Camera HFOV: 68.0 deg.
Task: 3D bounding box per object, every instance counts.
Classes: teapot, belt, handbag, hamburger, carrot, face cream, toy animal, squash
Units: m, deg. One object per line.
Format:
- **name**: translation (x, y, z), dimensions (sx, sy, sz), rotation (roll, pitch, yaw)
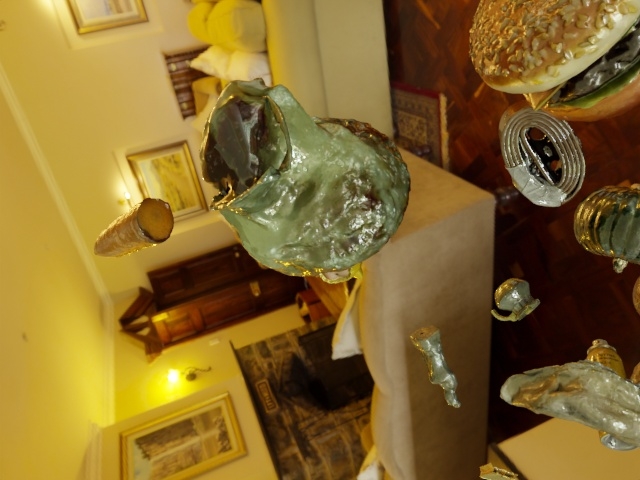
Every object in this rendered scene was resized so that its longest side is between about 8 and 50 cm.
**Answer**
- **teapot**: translation (0.654, 0.210, 1.608), dimensions (0.119, 0.131, 0.165), rotation (52, 127, 32)
- **belt**: translation (0.684, -0.268, 1.472), dimensions (0.338, 0.217, 0.122), rotation (55, -152, -17)
- **handbag**: translation (0.472, 0.621, 1.258), dimensions (0.061, 0.083, 0.027), rotation (115, 172, -50)
- **hamburger**: translation (0.357, -0.318, 0.664), dimensions (0.291, 0.225, 0.290), rotation (-41, 39, 45)
- **carrot**: translation (-0.319, -0.006, 0.776), dimensions (0.205, 0.072, 0.072), rotation (-20, 89, 39)
- **face cream**: translation (0.884, 0.452, 1.450), dimensions (0.348, 0.105, 0.104), rotation (-68, -21, -46)
- **toy animal**: translation (0.015, 0.041, 1.363), dimensions (0.230, 0.156, 0.156), rotation (13, 128, 31)
- **squash**: translation (0.636, -0.028, 0.970), dimensions (0.218, 0.218, 0.172), rotation (-135, 38, -60)

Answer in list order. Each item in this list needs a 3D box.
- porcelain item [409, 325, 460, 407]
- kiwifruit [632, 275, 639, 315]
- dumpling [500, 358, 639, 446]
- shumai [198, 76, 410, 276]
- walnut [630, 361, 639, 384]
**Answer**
- **porcelain item**: translation (0.303, 0.328, 1.213), dimensions (0.081, 0.069, 0.215), rotation (-12, 103, 64)
- **kiwifruit**: translation (1.011, 0.149, 1.348), dimensions (0.196, 0.234, 0.195), rotation (162, 90, -80)
- **dumpling**: translation (0.534, 0.329, 0.945), dimensions (0.333, 0.086, 0.165), rotation (9, 123, 27)
- **shumai**: translation (-0.067, -0.143, 0.904), dimensions (0.348, 0.395, 0.395), rotation (42, -171, -42)
- **walnut**: translation (1.113, 0.516, 1.402), dimensions (0.381, 0.382, 0.380), rotation (161, 90, -75)
